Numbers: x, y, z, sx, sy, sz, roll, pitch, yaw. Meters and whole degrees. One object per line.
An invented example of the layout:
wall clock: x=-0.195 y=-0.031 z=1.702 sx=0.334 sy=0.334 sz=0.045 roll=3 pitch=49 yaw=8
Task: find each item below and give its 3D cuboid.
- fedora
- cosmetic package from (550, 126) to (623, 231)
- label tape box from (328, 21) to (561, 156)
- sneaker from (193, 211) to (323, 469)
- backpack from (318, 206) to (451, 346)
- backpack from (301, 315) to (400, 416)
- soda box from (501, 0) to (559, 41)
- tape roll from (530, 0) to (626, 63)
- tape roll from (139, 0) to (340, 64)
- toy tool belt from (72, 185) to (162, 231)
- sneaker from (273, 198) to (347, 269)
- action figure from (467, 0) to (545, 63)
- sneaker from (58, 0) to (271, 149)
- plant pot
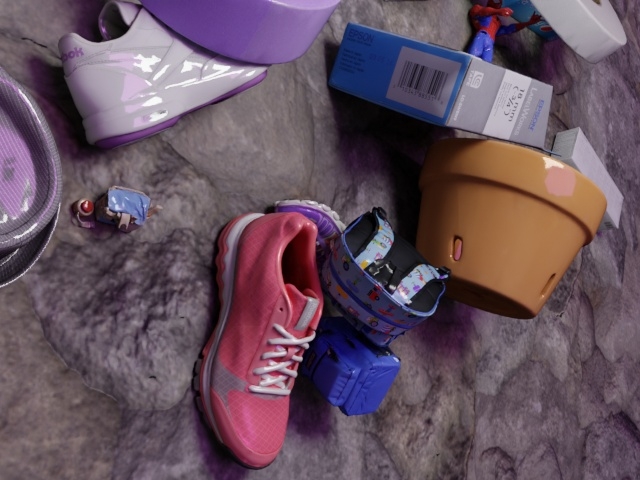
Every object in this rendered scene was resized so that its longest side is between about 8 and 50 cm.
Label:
fedora: x=-0.329 y=-0.084 z=0.652 sx=0.244 sy=0.124 sz=0.275 roll=-31 pitch=103 yaw=-46
cosmetic package: x=0.598 y=-0.133 z=1.665 sx=0.239 sy=0.060 sz=0.098 roll=46 pitch=53 yaw=-29
label tape box: x=0.216 y=-0.232 z=1.156 sx=0.334 sy=0.241 sz=0.105 roll=2 pitch=111 yaw=-46
sneaker: x=-0.062 y=0.108 z=0.874 sx=0.116 sy=0.136 sz=0.313 roll=14 pitch=71 yaw=-42
backpack: x=0.070 y=0.054 z=0.920 sx=0.158 sy=0.117 sz=0.173 roll=43 pitch=21 yaw=3
backpack: x=0.028 y=0.153 z=0.964 sx=0.101 sy=0.120 sz=0.098 roll=11 pitch=116 yaw=-43
soda box: x=0.476 y=-0.510 z=1.622 sx=0.210 sy=0.067 sz=0.071 roll=13 pitch=71 yaw=-44
tape roll: x=0.474 y=-0.533 z=1.493 sx=0.392 sy=0.072 sz=0.391 roll=31 pitch=40 yaw=-31
tape roll: x=-0.107 y=-0.339 z=0.885 sx=0.275 sy=0.090 sz=0.274 roll=22 pitch=43 yaw=-22
toy tool belt: x=-0.219 y=-0.037 z=0.807 sx=0.083 sy=0.051 sz=0.052 roll=7 pitch=76 yaw=-45
sneaker: x=0.000 y=0.000 z=1.016 sx=0.170 sy=0.068 sz=0.071 roll=38 pitch=62 yaw=-34
action figure: x=0.337 y=-0.376 z=1.405 sx=0.091 sy=0.139 sz=0.280 roll=41 pitch=52 yaw=-34
sneaker: x=-0.162 y=-0.221 z=0.862 sx=0.305 sy=0.114 sz=0.152 roll=-38 pitch=109 yaw=-44
plant pot: x=0.270 y=-0.006 z=1.165 sx=0.291 sy=0.291 sz=0.203 roll=30 pitch=78 yaw=-38
